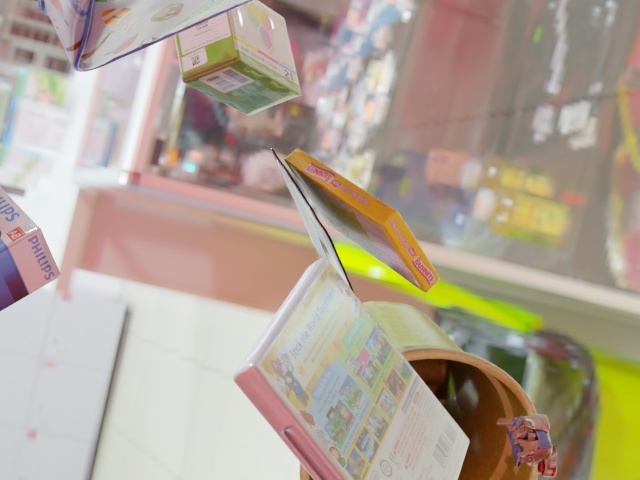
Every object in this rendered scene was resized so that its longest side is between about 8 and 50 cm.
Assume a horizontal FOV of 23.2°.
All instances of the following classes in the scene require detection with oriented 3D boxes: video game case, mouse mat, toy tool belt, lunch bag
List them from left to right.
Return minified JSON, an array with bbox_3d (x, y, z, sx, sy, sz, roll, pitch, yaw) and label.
[{"bbox_3d":[-0.145,-0.290,1.567,0.115,0.303,0.243,60,156,11],"label":"lunch bag"},{"bbox_3d":[0.000,0.000,1.641,0.189,0.007,0.152,59,174,52],"label":"mouse mat"},{"bbox_3d":[0.032,0.135,1.227,0.026,0.206,0.227,-35,8,23],"label":"video game case"},{"bbox_3d":[0.217,0.218,1.651,0.083,0.051,0.052,-98,16,-54],"label":"toy tool belt"}]

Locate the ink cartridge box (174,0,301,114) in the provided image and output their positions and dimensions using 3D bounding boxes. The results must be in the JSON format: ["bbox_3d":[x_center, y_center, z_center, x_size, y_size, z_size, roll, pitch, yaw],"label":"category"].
[{"bbox_3d":[-0.133,-0.331,2.234,0.097,0.189,0.255,-19,71,23],"label":"ink cartridge box"}]

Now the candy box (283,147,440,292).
[{"bbox_3d":[0.041,-0.024,1.620,0.027,0.105,0.206,-43,36,-8],"label":"candy box"}]

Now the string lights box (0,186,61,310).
[{"bbox_3d":[-0.437,0.050,1.733,0.133,0.260,0.076,38,154,46],"label":"string lights box"}]

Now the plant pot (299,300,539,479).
[{"bbox_3d":[0.092,0.199,1.832,0.254,0.276,0.276,-114,41,-66],"label":"plant pot"}]
